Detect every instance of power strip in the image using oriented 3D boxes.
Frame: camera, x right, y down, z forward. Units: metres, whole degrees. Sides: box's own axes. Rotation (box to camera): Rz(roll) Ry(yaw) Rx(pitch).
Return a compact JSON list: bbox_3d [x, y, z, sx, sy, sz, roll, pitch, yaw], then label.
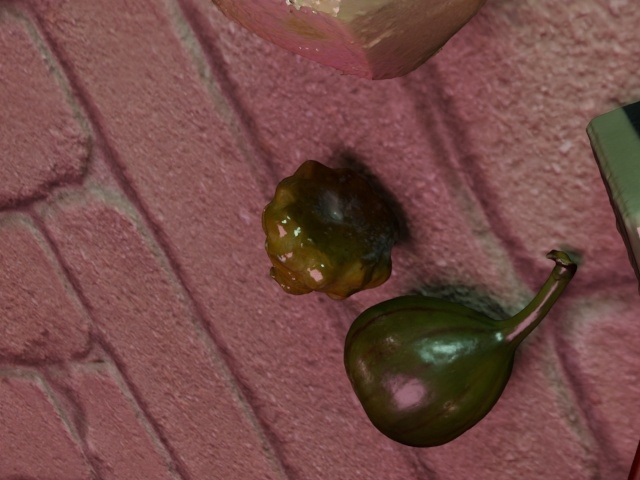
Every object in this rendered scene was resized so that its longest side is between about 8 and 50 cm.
[{"bbox_3d":[0.234,-0.016,0.765,0.070,0.256,0.105,-20,106,13],"label":"power strip"}]

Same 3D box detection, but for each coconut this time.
[{"bbox_3d":[0.023,-0.234,0.826,0.245,0.233,0.233,27,135,33],"label":"coconut"}]

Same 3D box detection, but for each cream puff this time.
[{"bbox_3d":[0.000,0.000,1.094,0.146,0.146,0.116,49,143,4],"label":"cream puff"}]

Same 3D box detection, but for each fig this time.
[{"bbox_3d":[0.147,0.095,1.064,0.259,0.151,0.151,-30,96,24],"label":"fig"}]

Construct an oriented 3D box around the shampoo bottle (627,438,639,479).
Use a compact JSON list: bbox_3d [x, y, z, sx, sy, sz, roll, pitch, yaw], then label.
[{"bbox_3d":[0.328,0.202,0.967,0.118,0.076,0.314,18,132,19],"label":"shampoo bottle"}]
